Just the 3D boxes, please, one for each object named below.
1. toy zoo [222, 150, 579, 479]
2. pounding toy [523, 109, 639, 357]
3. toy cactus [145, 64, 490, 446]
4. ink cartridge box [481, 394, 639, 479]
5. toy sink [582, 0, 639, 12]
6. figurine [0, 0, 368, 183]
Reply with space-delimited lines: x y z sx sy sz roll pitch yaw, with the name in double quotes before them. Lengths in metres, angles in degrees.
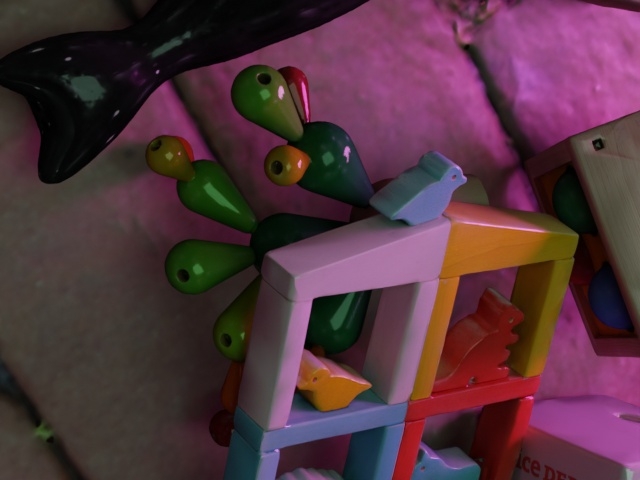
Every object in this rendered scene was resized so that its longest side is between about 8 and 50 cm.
"toy zoo" 0.039 0.090 0.939 0.192 0.030 0.293 -7 121 -35
"pounding toy" 0.193 0.034 1.013 0.094 0.181 0.206 -20 88 -6
"toy cactus" 0.000 0.000 0.936 0.180 0.112 0.219 -13 111 -18
"ink cartridge box" 0.162 0.213 1.017 0.092 0.160 0.219 -1 97 -25
"toy sink" 0.154 -0.254 0.961 0.152 0.131 0.234 9 98 -26
"figurine" -0.104 -0.166 0.880 0.209 0.092 0.215 -35 110 -13
